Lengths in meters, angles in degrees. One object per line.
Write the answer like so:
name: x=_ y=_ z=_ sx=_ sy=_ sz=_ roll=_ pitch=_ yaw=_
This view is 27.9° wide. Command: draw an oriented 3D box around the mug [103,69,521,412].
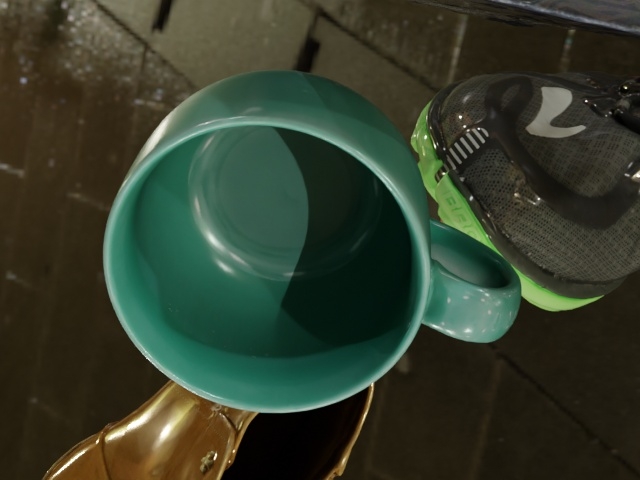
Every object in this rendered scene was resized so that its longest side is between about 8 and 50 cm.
mug: x=-0.009 y=0.002 z=0.550 sx=0.129 sy=0.158 sz=0.097 roll=-40 pitch=16 yaw=18

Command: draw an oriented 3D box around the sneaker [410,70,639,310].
sneaker: x=0.265 y=-0.080 z=0.889 sx=0.202 sy=0.483 sz=0.185 roll=-52 pitch=56 yaw=47

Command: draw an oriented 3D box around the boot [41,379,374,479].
boot: x=-0.092 y=0.162 z=0.755 sx=0.295 sy=0.104 sz=0.211 roll=-53 pitch=15 yaw=-3

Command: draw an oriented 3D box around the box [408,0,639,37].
box: x=0.092 y=-0.237 z=0.509 sx=0.294 sy=0.183 sz=0.296 roll=-136 pitch=57 yaw=-72
